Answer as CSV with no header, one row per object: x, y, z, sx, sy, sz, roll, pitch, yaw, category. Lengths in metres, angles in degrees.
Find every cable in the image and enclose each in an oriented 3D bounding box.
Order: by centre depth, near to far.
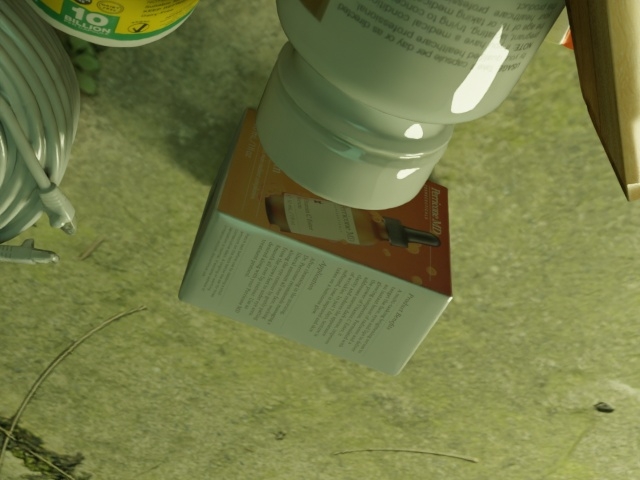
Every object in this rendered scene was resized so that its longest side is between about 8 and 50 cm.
-0.299,-0.105,0.634,0.257,0.089,0.257,4,129,4,cable

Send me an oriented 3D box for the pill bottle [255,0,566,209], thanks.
0.052,-0.130,0.429,0.131,0.131,0.229,20,130,-10,pill bottle

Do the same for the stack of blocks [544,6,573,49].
0.224,-0.184,0.505,0.297,0.087,0.171,14,130,-5,stack of blocks

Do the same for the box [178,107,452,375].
0.000,0.000,0.657,0.170,0.130,0.091,20,128,-11,box

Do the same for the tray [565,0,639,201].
0.289,-0.157,0.304,0.411,0.076,0.203,-19,150,12,tray

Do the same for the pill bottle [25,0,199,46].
-0.088,-0.187,0.437,0.118,0.117,0.208,27,159,-15,pill bottle
